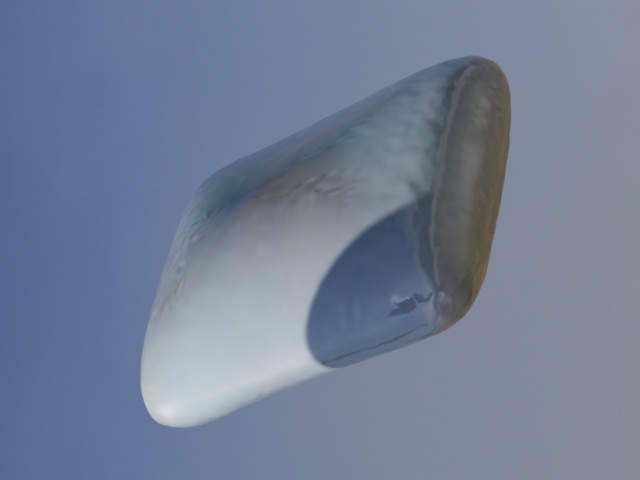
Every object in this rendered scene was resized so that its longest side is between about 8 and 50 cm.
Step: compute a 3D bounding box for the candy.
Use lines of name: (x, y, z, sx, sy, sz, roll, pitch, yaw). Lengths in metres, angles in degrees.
candy: (0.000, 0.000, 0.772, 0.071, 0.174, 0.138, 41, -135, -29)
